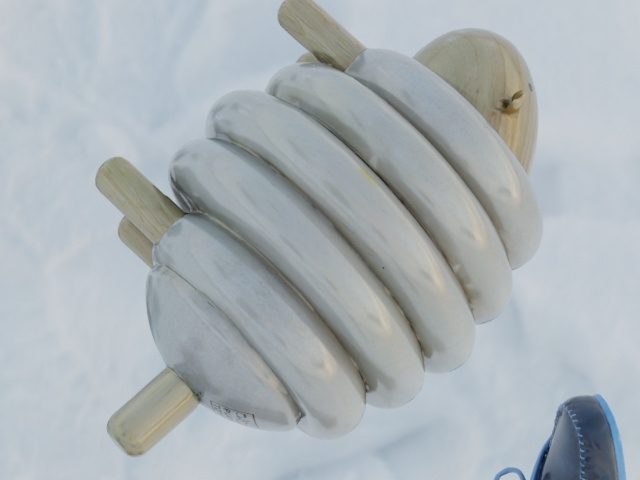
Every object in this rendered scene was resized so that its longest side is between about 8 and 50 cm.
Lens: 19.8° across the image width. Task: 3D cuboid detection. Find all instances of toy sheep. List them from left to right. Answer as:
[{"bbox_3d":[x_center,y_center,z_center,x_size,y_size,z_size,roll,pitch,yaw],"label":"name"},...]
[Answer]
[{"bbox_3d":[0.000,0.000,0.423,0.091,0.091,0.132,43,81,15],"label":"toy sheep"}]

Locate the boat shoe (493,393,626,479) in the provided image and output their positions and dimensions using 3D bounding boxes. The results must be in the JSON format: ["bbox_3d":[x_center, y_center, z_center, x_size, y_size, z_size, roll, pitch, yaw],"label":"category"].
[{"bbox_3d":[0.185,0.242,1.445,0.089,0.258,0.109,-2,24,-9],"label":"boat shoe"}]
